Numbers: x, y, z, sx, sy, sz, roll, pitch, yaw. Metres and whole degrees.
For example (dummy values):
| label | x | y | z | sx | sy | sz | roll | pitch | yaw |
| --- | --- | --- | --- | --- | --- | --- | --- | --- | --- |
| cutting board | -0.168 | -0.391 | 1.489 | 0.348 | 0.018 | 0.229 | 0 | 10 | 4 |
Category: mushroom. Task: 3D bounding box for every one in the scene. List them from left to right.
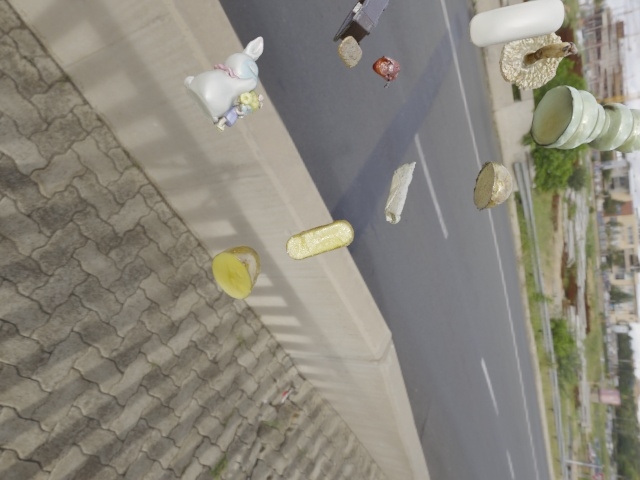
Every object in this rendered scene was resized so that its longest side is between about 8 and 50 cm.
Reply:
| label | x | y | z | sx | sy | sz | roll | pitch | yaw |
| --- | --- | --- | --- | --- | --- | --- | --- | --- | --- |
| mushroom | 0.843 | -0.746 | 1.604 | 0.301 | 0.233 | 0.207 | 49 | 54 | -76 |

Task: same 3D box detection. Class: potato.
| label | x | y | z | sx | sy | sz | roll | pitch | yaw |
| --- | --- | --- | --- | --- | --- | --- | --- | --- | --- |
| potato | -0.294 | 0.091 | 1.539 | 0.158 | 0.178 | 0.203 | -54 | 134 | -47 |
| potato | 0.553 | -0.166 | 1.304 | 0.200 | 0.081 | 0.163 | -45 | 143 | -80 |

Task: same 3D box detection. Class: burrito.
| label | x | y | z | sx | sy | sz | roll | pitch | yaw |
| --- | --- | --- | --- | --- | --- | --- | --- | --- | --- |
| burrito | 0.286 | -0.180 | 1.498 | 0.059 | 0.082 | 0.275 | 31 | 61 | -20 |

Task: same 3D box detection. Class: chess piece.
| label | x | y | z | sx | sy | sz | roll | pitch | yaw |
| --- | --- | --- | --- | --- | --- | --- | --- | --- | --- |
| chess piece | 0.607 | -0.249 | 0.896 | 0.133 | 0.244 | 0.133 | -172 | -90 | -81 |

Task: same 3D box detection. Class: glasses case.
| label | x | y | z | sx | sy | sz | roll | pitch | yaw |
| --- | --- | --- | --- | --- | --- | --- | --- | --- | --- |
| glasses case | 0.461 | -0.515 | 0.974 | 0.051 | 0.204 | 0.080 | -51 | 136 | -65 |

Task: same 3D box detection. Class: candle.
| label | x | y | z | sx | sy | sz | roll | pitch | yaw |
| --- | --- | --- | --- | --- | --- | --- | --- | --- | --- |
| candle | 0.145 | -0.351 | 0.863 | 0.162 | 0.053 | 0.048 | -45 | 131 | -68 |

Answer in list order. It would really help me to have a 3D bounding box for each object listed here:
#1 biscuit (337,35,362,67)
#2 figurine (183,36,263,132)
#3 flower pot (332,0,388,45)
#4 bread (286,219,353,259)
| label | x | y | z | sx | sy | sz | roll | pitch | yaw |
| --- | --- | --- | --- | --- | --- | --- | --- | --- | --- |
| biscuit | 0.099 | -0.627 | 1.371 | 0.018 | 0.071 | 0.147 | 48 | 14 | 18 |
| figurine | -0.212 | -0.407 | 1.065 | 0.235 | 0.127 | 0.155 | -41 | 95 | -14 |
| flower pot | 0.151 | -0.771 | 1.419 | 0.084 | 0.179 | 0.250 | 35 | 62 | -20 |
| bread | 0.000 | 0.000 | 1.453 | 0.094 | 0.246 | 0.101 | -52 | 123 | -81 |
